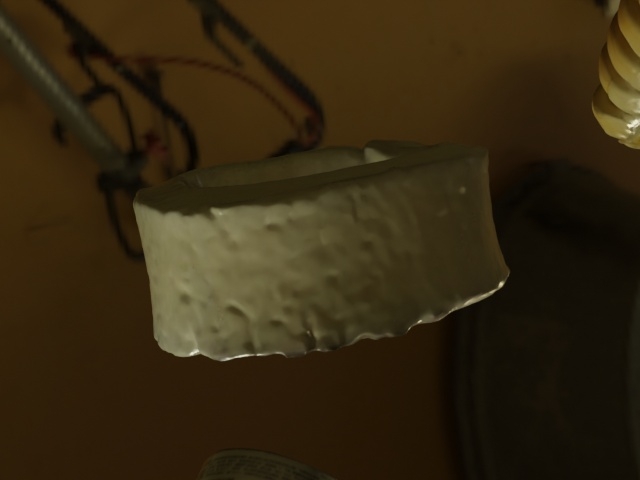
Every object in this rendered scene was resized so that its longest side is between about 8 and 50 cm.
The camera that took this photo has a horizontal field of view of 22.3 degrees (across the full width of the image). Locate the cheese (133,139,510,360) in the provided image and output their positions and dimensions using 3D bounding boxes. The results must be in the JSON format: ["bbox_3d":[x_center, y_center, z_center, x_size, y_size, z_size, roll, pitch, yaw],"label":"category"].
[{"bbox_3d":[-0.001,-0.003,1.516,0.332,0.153,0.292,-9,-171,-8],"label":"cheese"}]

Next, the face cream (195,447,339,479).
[{"bbox_3d":[-0.072,0.409,2.036,0.249,0.249,0.225,-3,-130,37],"label":"face cream"}]

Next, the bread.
[{"bbox_3d":[0.376,-0.214,1.686,0.172,0.121,0.311,-18,154,-19],"label":"bread"}]
